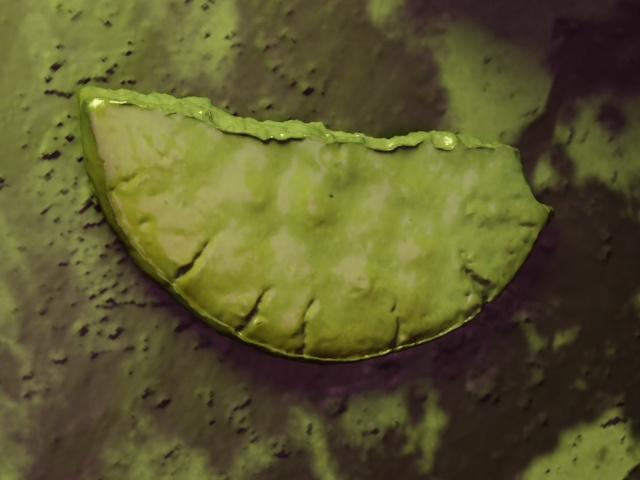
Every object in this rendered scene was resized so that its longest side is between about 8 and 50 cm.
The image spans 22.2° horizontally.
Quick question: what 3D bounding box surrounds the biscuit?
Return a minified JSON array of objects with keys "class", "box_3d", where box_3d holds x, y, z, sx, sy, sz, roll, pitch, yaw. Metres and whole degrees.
[{"class":"biscuit","box_3d":[0.000,0.000,0.907,0.290,0.038,0.141,7,96,-21]}]
